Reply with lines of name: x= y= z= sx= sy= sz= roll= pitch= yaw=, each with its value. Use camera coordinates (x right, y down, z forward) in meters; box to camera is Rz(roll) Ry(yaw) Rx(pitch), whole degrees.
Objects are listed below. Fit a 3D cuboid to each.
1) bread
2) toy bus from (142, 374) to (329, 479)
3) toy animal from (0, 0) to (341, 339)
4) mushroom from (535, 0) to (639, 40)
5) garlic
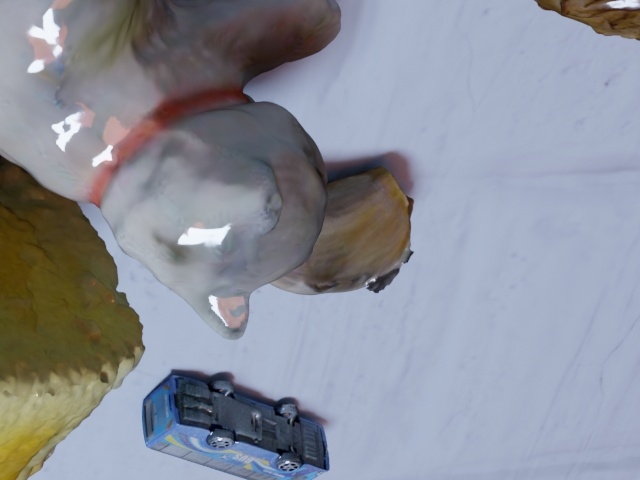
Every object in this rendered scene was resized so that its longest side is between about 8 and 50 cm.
bread: x=-0.220 y=0.081 z=1.113 sx=0.162 sy=0.262 sz=0.204 roll=39 pitch=120 yaw=-16
toy bus: x=-0.064 y=0.147 z=1.407 sx=0.153 sy=0.051 sz=0.061 roll=24 pitch=136 yaw=-39
toy animal: x=-0.092 y=-0.100 z=1.038 sx=0.266 sy=0.188 sz=0.308 roll=10 pitch=135 yaw=-17
mushroom: x=0.209 y=-0.227 z=1.015 sx=0.278 sy=0.163 sz=0.297 roll=-41 pitch=133 yaw=24
garlic: x=-0.004 y=-0.001 z=1.255 sx=0.152 sy=0.066 sz=0.084 roll=-18 pitch=119 yaw=-23
